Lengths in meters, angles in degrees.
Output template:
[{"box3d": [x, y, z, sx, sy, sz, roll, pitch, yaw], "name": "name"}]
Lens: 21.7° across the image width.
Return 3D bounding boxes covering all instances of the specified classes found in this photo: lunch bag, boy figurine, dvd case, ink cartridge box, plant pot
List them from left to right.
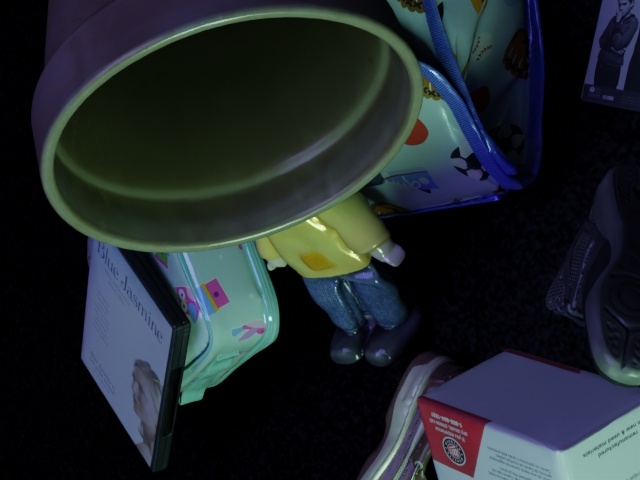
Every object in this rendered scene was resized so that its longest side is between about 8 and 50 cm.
[{"box3d": [-0.201, 0.108, 1.786, 0.180, 0.022, 0.253, 53, 147, 31], "name": "dvd case"}, {"box3d": [-0.151, 0.053, 1.802, 0.224, 0.108, 0.279, 66, 152, 9], "name": "lunch bag"}, {"box3d": [-0.108, -0.190, 1.438, 0.323, 0.323, 0.280, -42, 53, 32], "name": "plant pot"}, {"box3d": [0.000, 0.000, 1.626, 0.177, 0.285, 0.092, 3, 50, 40], "name": "boy figurine"}, {"box3d": [0.032, -0.209, 1.639, 0.328, 0.239, 0.385, -9, 98, 40], "name": "lunch bag"}, {"box3d": [0.209, 0.251, 1.424, 0.197, 0.114, 0.273, 15, 124, 57], "name": "ink cartridge box"}, {"box3d": [0.336, -0.226, 1.496, 0.179, 0.029, 0.238, 17, 98, 41], "name": "dvd case"}]

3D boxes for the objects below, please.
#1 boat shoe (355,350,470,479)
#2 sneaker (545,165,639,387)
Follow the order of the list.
[{"box3d": [0.094, 0.242, 1.640, 0.095, 0.095, 0.257, 26, 104, 33], "name": "boat shoe"}, {"box3d": [0.241, 0.056, 1.357, 0.227, 0.087, 0.130, -83, 9, -49], "name": "sneaker"}]
